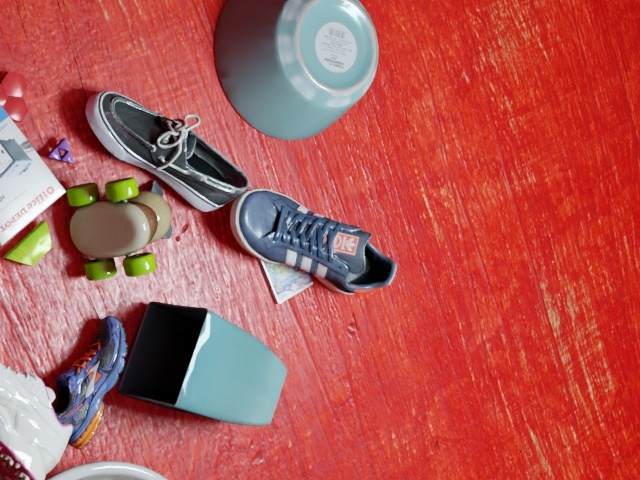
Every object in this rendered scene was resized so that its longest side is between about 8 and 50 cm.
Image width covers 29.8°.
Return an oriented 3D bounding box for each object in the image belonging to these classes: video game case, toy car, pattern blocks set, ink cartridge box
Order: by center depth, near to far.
[{"bbox_3d":[-0.504,-0.105,1.822,0.139,0.082,0.190,-46,112,-27],"label":"ink cartridge box"},{"bbox_3d":[-0.528,-0.078,1.870,0.325,0.026,0.285,-42,112,-29],"label":"pattern blocks set"},{"bbox_3d":[-0.309,-0.035,1.991,0.188,0.149,0.155,-32,114,-62],"label":"toy car"},{"bbox_3d":[-0.068,0.044,2.206,0.087,0.011,0.122,-30,106,-32],"label":"video game case"}]

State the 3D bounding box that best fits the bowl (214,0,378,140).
[{"bbox_3d":[-0.018,-0.343,2.159,0.312,0.163,0.311,1,88,-35],"label":"bowl"}]

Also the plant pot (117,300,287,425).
[{"bbox_3d":[-0.182,0.226,2.034,0.234,0.165,0.165,30,72,-40],"label":"plant pot"}]

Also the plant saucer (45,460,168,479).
[{"bbox_3d":[-0.372,0.549,1.924,0.401,0.101,0.400,0,90,-36],"label":"plant saucer"}]

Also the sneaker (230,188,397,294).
[{"bbox_3d":[0.000,0.000,2.150,0.350,0.148,0.131,25,73,-40],"label":"sneaker"}]

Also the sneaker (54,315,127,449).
[{"bbox_3d":[-0.379,0.222,1.941,0.087,0.083,0.221,27,70,-24],"label":"sneaker"}]

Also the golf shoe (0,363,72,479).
[{"bbox_3d":[-0.486,0.230,1.804,0.140,0.115,0.306,-47,121,-40],"label":"golf shoe"}]

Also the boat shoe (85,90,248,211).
[{"bbox_3d":[-0.248,-0.157,2.006,0.306,0.105,0.113,41,44,-28],"label":"boat shoe"}]
